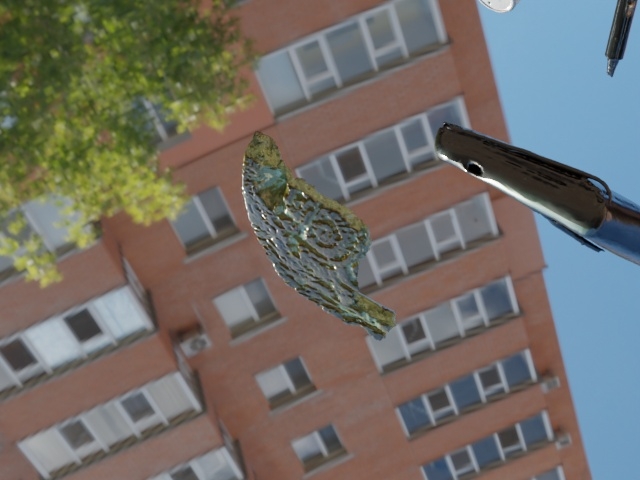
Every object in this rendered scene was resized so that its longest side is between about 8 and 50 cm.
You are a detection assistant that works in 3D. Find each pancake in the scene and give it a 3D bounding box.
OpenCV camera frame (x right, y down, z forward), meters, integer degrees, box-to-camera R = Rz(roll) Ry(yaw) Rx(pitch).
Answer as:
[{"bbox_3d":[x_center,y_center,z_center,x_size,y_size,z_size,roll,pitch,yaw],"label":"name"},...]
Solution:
[{"bbox_3d":[0.002,-0.003,1.536,0.197,0.376,0.054,-9,-147,41],"label":"pancake"}]

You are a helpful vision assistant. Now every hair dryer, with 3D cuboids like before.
[{"bbox_3d":[0.495,-0.394,1.705,0.070,0.255,0.128,-1,-143,-10],"label":"hair dryer"}]

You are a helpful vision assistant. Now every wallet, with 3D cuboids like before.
[{"bbox_3d":[0.226,-0.014,0.826,0.172,0.318,0.045,30,-84,43],"label":"wallet"}]

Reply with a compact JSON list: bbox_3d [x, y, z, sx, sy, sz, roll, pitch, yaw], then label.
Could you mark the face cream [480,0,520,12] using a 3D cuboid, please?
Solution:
[{"bbox_3d":[0.414,-0.572,1.931,0.102,0.102,0.345,23,-116,41],"label":"face cream"}]
